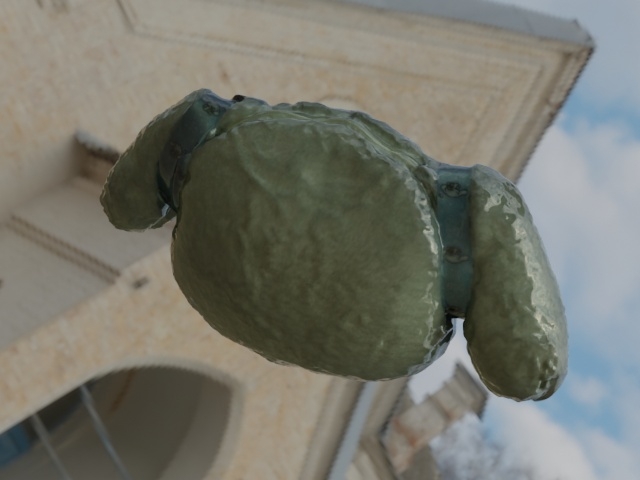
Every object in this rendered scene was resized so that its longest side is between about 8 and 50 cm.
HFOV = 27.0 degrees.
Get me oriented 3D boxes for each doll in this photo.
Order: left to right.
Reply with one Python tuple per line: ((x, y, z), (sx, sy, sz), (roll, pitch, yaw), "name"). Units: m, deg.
((0.000, 0.000, 0.519), (0.214, 0.071, 0.104), (20, -64, 26), "doll")
